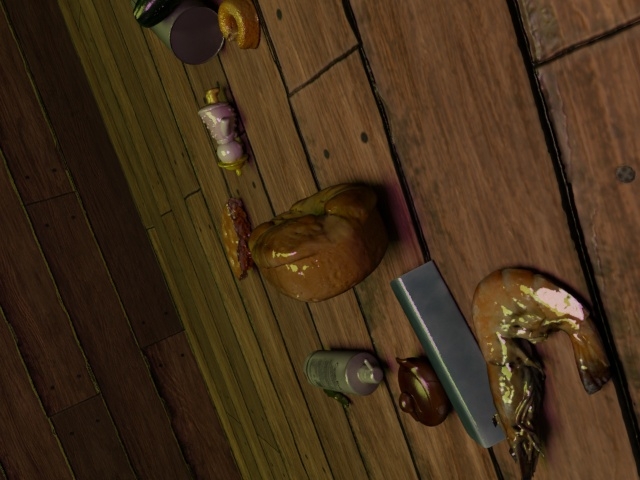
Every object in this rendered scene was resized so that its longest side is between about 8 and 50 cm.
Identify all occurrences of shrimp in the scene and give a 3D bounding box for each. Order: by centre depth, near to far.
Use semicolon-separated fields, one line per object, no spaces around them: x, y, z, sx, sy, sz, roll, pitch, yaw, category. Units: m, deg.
0.269;0.175;0.612;0.169;0.058;0.296;-1;106;59;shrimp

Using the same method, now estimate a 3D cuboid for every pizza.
-0.223;-0.002;1.378;0.127;0.058;0.246;21;126;57;pizza

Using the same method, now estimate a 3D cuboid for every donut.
0.000;0.000;0.807;0.128;0.208;0.261;60;169;-13;donut
-0.157;-0.416;0.960;0.108;0.043;0.097;36;141;39;donut

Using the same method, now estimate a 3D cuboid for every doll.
-0.221;-0.247;1.164;0.129;0.081;0.207;12;123;68;doll

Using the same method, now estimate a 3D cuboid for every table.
-0.312;-0.488;1.096;0.220;0.126;0.126;50;148;31;table

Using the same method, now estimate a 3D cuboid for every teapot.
0.160;0.249;0.836;0.098;0.078;0.129;-2;108;62;teapot

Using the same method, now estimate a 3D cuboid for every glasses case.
0.185;0.171;0.756;0.266;0.056;0.105;63;152;9;glasses case

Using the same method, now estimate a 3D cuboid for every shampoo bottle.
0.052;0.272;1.048;0.262;0.085;0.085;-22;90;63;shampoo bottle

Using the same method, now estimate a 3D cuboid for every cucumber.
-0.276;-0.503;0.968;0.069;0.227;0.069;43;-174;-6;cucumber

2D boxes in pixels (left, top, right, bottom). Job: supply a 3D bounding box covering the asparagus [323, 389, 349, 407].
0.043;0.378;1.215;0.108;0.021;0.025;13;125;58;asparagus
